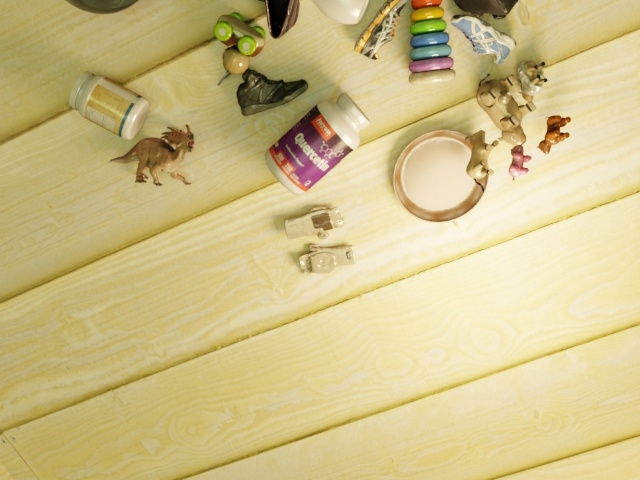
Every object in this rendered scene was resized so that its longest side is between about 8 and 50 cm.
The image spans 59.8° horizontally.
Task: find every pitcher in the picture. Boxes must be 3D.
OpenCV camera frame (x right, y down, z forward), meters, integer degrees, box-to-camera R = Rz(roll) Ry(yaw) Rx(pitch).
[{"bbox_3d":[0.042,-0.731,1.589,0.207,0.125,0.178,27,114,2],"label":"pitcher"}]

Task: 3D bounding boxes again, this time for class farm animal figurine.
[{"bbox_3d":[0.561,-0.349,1.698,0.330,0.172,0.327,-21,93,-8],"label":"farm animal figurine"}]

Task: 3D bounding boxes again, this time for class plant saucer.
[{"bbox_3d":[0.391,-0.210,1.822,0.310,0.050,0.311,0,111,1],"label":"plant saucer"}]

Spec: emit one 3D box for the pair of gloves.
[{"bbox_3d":[0.000,0.000,1.918,0.204,0.042,0.240,-19,112,5],"label":"pair of gloves"}]

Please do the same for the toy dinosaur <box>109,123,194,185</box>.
[{"bbox_3d":[-0.518,-0.284,1.784,0.295,0.127,0.201,9,104,11],"label":"toy dinosaur"}]

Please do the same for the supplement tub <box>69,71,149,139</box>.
[{"bbox_3d":[-0.649,-0.417,1.716,0.199,0.144,0.144,28,109,-9],"label":"supplement tub"}]

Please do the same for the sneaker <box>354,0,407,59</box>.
[{"bbox_3d":[0.192,-0.634,1.648,0.083,0.084,0.215,34,117,-14],"label":"sneaker"}]

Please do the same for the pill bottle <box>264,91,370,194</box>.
[{"bbox_3d":[-0.006,-0.303,1.724,0.323,0.181,0.181,-40,105,15],"label":"pill bottle"}]

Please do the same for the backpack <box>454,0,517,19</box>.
[{"bbox_3d":[0.501,-0.806,1.466,0.355,0.290,0.273,-41,118,9],"label":"backpack"}]

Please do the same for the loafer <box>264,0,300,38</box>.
[{"bbox_3d":[-0.106,-0.687,1.525,0.108,0.095,0.303,19,153,7],"label":"loafer"}]

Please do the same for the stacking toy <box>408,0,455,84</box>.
[{"bbox_3d":[0.318,-0.630,1.621,0.141,0.141,0.331,-5,107,4],"label":"stacking toy"}]

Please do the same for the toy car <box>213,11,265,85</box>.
[{"bbox_3d":[-0.265,-0.556,1.659,0.148,0.155,0.188,28,122,-9],"label":"toy car"}]

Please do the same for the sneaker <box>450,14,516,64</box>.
[{"bbox_3d":[0.475,-0.600,1.650,0.211,0.080,0.081,26,107,-7],"label":"sneaker"}]

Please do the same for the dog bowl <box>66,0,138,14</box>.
[{"bbox_3d":[-0.606,-0.814,1.536,0.348,0.102,0.349,1,113,1],"label":"dog bowl"}]

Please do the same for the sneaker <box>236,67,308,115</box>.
[{"bbox_3d":[-0.157,-0.477,1.711,0.227,0.087,0.130,-14,117,12],"label":"sneaker"}]
